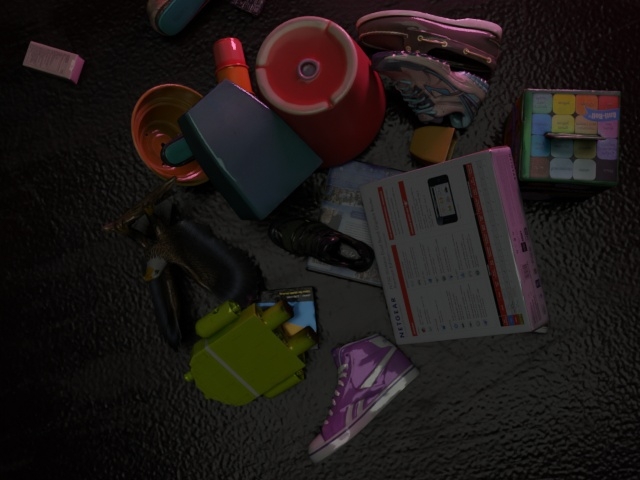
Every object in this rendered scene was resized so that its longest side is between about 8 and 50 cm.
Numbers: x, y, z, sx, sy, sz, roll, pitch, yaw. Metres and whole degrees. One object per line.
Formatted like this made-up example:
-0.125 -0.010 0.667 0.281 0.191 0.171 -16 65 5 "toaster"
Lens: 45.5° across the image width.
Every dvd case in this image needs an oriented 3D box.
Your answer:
0.084 -0.039 1.608 0.180 0.022 0.253 13 86 5 "dvd case"

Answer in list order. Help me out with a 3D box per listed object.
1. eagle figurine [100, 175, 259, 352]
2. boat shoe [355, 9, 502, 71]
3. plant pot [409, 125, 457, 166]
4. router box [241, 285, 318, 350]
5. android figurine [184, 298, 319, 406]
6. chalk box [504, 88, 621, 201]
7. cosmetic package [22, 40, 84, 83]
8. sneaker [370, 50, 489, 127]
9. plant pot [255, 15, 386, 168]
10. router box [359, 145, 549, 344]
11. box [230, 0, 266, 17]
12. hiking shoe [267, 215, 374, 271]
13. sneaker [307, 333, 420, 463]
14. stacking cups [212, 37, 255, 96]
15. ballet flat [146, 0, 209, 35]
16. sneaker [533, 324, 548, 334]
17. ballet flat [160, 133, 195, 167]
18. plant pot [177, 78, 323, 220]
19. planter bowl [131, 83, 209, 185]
-0.300 0.050 1.560 0.298 0.226 0.225 52 55 -17 "eagle figurine"
0.222 -0.409 1.586 0.305 0.109 0.091 6 81 1 "boat shoe"
0.231 -0.195 1.583 0.083 0.081 0.082 17 87 16 "plant pot"
-0.096 0.168 1.592 0.178 0.046 0.133 -6 85 4 "router box"
-0.146 0.230 1.525 0.273 0.056 0.248 -35 118 15 "android figurine"
0.459 -0.184 1.456 0.180 0.289 0.179 4 85 4 "chalk box"
-0.588 -0.392 1.683 0.115 0.041 0.060 19 86 6 "cosmetic package"
0.217 -0.297 1.526 0.283 0.110 0.122 12 97 -31 "sneaker"
-0.009 -0.302 1.516 0.274 0.243 0.275 -1 81 8 "plant pot"
0.248 0.018 1.461 0.301 0.082 0.336 -12 92 40 "router box"
-0.149 -0.539 1.672 0.067 0.018 0.083 25 87 6 "box"
0.000 0.000 1.541 0.226 0.114 0.086 16 86 5 "hiking shoe"
0.049 0.309 1.549 0.282 0.102 0.161 -43 80 -11 "sneaker"
-0.175 -0.269 1.624 0.096 0.096 0.316 -13 79 3 "stacking cups"
-0.256 -0.577 1.645 0.316 0.107 0.106 -40 49 0 "ballet flat"
0.375 0.085 1.541 0.226 0.086 0.163 24 90 7 "sneaker"
-0.232 -0.206 1.538 0.203 0.074 0.074 -29 83 -18 "ballet flat"
-0.151 -0.179 1.456 0.165 0.165 0.234 -44 104 -13 "plant pot"
-0.313 -0.210 1.600 0.217 0.090 0.217 10 73 -37 "planter bowl"
